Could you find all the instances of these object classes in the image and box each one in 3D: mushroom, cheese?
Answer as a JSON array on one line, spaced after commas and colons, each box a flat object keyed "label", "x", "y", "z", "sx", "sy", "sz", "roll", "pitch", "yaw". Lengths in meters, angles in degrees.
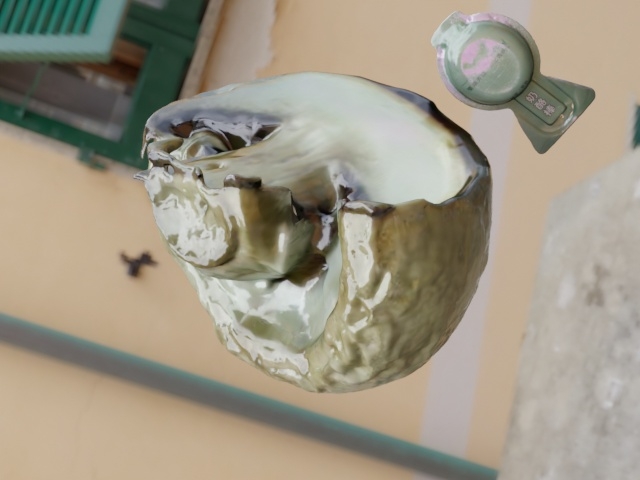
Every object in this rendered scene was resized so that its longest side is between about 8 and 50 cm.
[{"label": "mushroom", "x": 0.003, "y": -0.004, "z": 0.834, "sx": 0.189, "sy": 0.267, "sz": 0.164, "roll": -30, "pitch": -54, "yaw": -43}, {"label": "cheese", "x": 0.129, "y": -0.113, "z": 0.855, "sx": 0.067, "sy": 0.120, "sz": 0.026, "roll": -49, "pitch": 18, "yaw": 20}]
